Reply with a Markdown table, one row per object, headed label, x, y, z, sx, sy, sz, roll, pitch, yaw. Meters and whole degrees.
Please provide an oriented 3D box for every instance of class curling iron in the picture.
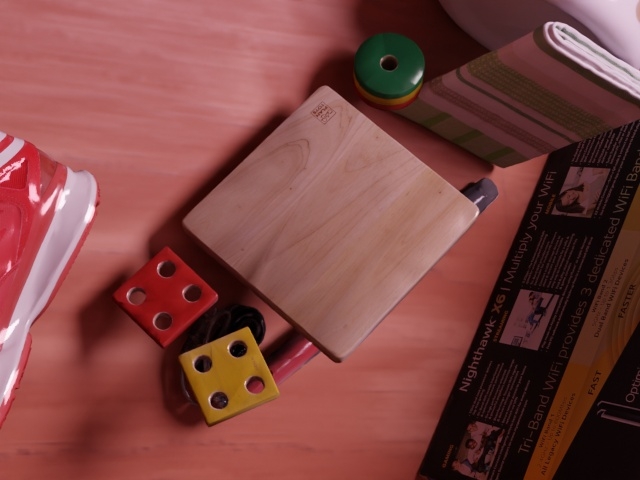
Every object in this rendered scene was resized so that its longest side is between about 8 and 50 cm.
| label | x | y | z | sx | sy | sz | roll | pitch | yaw |
| --- | --- | --- | --- | --- | --- | --- | --- | --- | --- |
| curling iron | 0.021 | 0.027 | 1.019 | 0.274 | 0.035 | 0.068 | -30 | 111 | -27 |

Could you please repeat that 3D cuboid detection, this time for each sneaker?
| label | x | y | z | sx | sy | sz | roll | pitch | yaw |
| --- | --- | --- | --- | --- | --- | --- | --- | --- | --- |
| sneaker | -0.221 | 0.034 | 0.846 | 0.128 | 0.087 | 0.221 | 31 | 66 | -23 |

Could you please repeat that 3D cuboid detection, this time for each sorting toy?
| label | x | y | z | sx | sy | sz | roll | pitch | yaw |
| --- | --- | --- | --- | --- | --- | --- | --- | --- | --- |
| sorting toy | 0.000 | 0.000 | 0.961 | 0.132 | 0.046 | 0.274 | 40 | 71 | 14 |

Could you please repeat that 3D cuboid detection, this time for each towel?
| label | x | y | z | sx | sy | sz | roll | pitch | yaw |
| --- | --- | --- | --- | --- | --- | --- | --- | --- | --- |
| towel | 0.134 | -0.095 | 1.015 | 0.113 | 0.152 | 0.023 | 26 | 62 | -32 |

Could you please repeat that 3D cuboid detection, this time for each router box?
| label | x | y | z | sx | sy | sz | roll | pitch | yaw |
| --- | --- | --- | --- | --- | --- | --- | --- | --- | --- |
| router box | 0.220 | 0.055 | 1.029 | 0.081 | 0.243 | 0.309 | 29 | 80 | -32 |

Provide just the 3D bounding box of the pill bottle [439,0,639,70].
| label | x | y | z | sx | sy | sz | roll | pitch | yaw |
| --- | --- | --- | --- | --- | --- | --- | --- | --- | --- |
| pill bottle | 0.196 | -0.250 | 1.034 | 0.153 | 0.153 | 0.265 | 35 | 76 | -31 |
